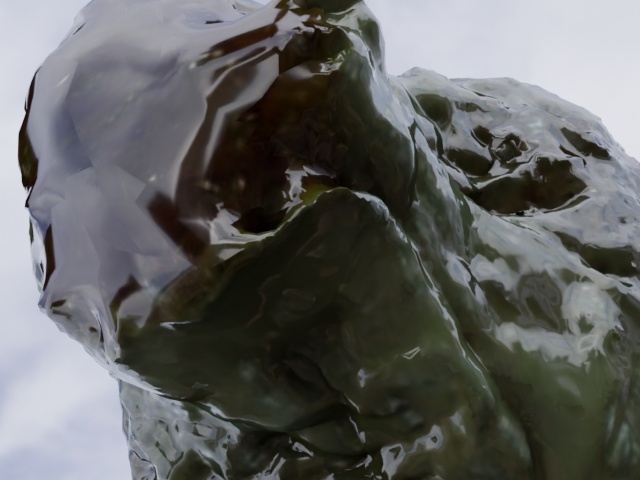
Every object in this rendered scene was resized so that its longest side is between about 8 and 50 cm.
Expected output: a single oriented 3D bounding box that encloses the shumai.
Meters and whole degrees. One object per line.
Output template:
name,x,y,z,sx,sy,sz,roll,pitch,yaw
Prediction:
shumai,0.000,0.000,0.721,0.324,0.397,0.323,-16,-45,25
